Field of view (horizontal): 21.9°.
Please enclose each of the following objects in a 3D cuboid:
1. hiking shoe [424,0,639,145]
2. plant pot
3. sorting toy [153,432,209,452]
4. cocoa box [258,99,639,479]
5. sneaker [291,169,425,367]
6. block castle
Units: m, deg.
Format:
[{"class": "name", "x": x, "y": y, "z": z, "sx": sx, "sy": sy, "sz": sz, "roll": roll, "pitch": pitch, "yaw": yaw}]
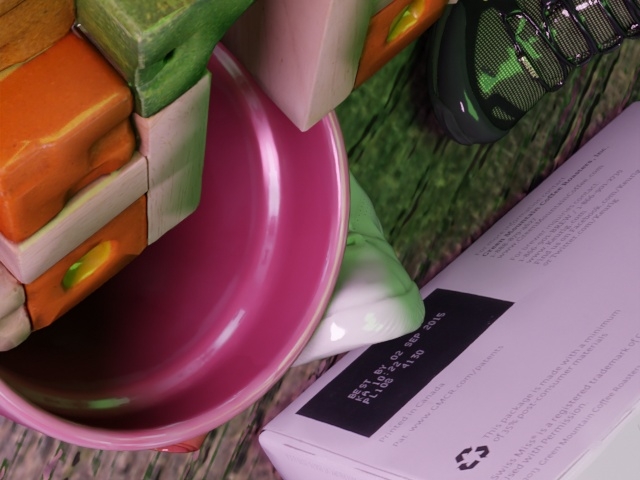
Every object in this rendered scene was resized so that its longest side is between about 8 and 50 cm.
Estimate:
[{"class": "hiking shoe", "x": 0.151, "y": -0.146, "z": 0.960, "sx": 0.086, "sy": 0.114, "sz": 0.227, "roll": 49, "pitch": 69, "yaw": -27}, {"class": "plant pot", "x": -0.117, "y": -0.020, "z": 0.751, "sx": 0.201, "sy": 0.180, "sz": 0.201, "roll": -4, "pitch": 98, "yaw": -34}, {"class": "sorting toy", "x": -0.098, "y": 0.080, "z": 0.848, "sx": 0.102, "sy": 0.061, "sz": 0.042, "roll": 35, "pitch": 58, "yaw": -59}, {"class": "cocoa box", "x": 0.192, "y": 0.108, "z": 0.942, "sx": 0.347, "sy": 0.231, "sz": 0.228, "roll": -40, "pitch": 116, "yaw": -24}, {"class": "sneaker", "x": 0.000, "y": 0.000, "z": 0.834, "sx": 0.080, "sy": 0.212, "sz": 0.094, "roll": -15, "pitch": 101, "yaw": 0}, {"class": "block castle", "x": -0.117, "y": -0.170, "z": 0.557, "sx": 0.453, "sy": 0.213, "sz": 0.303, "roll": -40, "pitch": 77, "yaw": -19}]
